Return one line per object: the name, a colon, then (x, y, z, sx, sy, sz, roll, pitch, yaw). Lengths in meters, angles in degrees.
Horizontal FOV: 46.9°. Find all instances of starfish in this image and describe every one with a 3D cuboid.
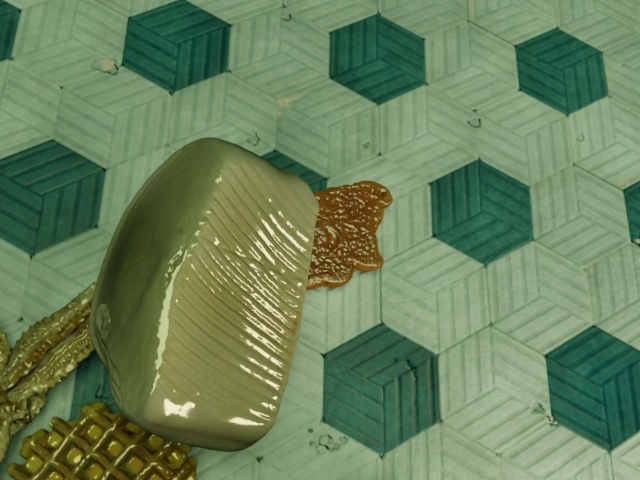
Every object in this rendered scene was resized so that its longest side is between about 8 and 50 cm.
starfish: (-0.462, 0.145, 0.983, 0.324, 0.082, 0.432, 25, 63, 4)

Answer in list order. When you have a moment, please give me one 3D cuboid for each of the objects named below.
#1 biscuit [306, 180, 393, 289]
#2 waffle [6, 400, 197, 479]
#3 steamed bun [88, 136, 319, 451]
biscuit: (0.000, 0.000, 1.143, 0.280, 0.043, 0.183, -38, 75, -16)
waffle: (-0.275, 0.329, 0.941, 0.253, 0.056, 0.249, 3, 65, 0)
steamed bun: (-0.162, 0.071, 0.976, 0.247, 0.236, 0.383, 27, 65, -40)
